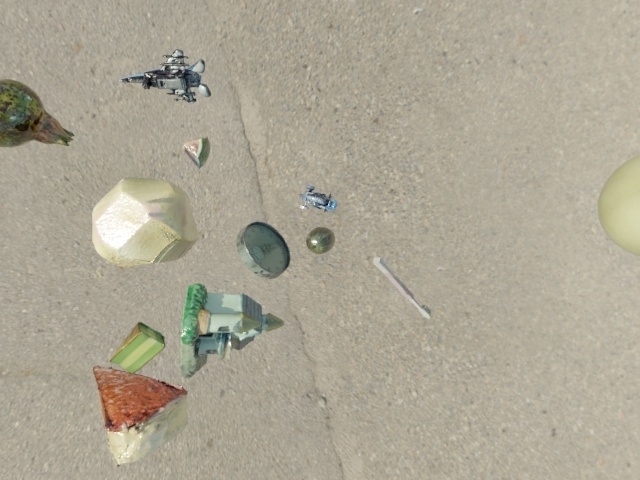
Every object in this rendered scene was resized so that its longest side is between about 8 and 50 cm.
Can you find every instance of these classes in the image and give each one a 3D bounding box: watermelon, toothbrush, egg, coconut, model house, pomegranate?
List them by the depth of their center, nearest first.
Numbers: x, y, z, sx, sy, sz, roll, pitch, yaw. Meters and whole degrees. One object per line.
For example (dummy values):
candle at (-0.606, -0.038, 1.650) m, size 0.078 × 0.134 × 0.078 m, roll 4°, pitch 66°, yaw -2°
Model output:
egg at (0.590, -0.063, 0.706) m, size 0.253 × 0.188 × 0.189 m, roll -11°, pitch 89°, yaw -19°
toothbrush at (0.149, 0.088, 0.747) m, size 0.194 × 0.014 × 0.017 m, roll 43°, pitch 50°, yaw -35°
watermelon at (-0.345, -0.248, 1.191) m, size 0.072 × 0.084 × 0.092 m, roll 16°, pitch 108°, yaw 16°
watermelon at (0.000, 0.000, 1.193) m, size 0.078 × 0.110 × 0.078 m, roll 3°, pitch 102°, yaw 17°
model house at (-0.272, 0.292, 1.359) m, size 0.324 × 0.267 × 0.194 m, roll 3°, pitch 41°, yaw -15°
pomegranate at (-0.954, -0.402, 1.362) m, size 0.276 × 0.222 × 0.204 m, roll -7°, pitch 94°, yaw -32°
coconut at (-0.603, -0.063, 1.500) m, size 0.352 × 0.352 × 0.353 m, roll 1°, pitch 85°, yaw -18°

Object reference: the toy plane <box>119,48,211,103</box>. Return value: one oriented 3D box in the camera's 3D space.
toy plane at (-0.444, -0.457, 1.206) m, size 0.246 × 0.169 × 0.078 m, roll -9°, pitch 53°, yaw -10°

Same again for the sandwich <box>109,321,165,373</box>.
sandwich at (-0.418, 0.257, 0.965) m, size 0.074 × 0.074 × 0.116 m, roll 39°, pitch 83°, yaw -26°

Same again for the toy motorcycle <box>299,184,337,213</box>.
toy motorcycle at (-0.003, -0.150, 1.614) m, size 0.135 × 0.254 × 0.092 m, roll 15°, pitch 95°, yaw -13°

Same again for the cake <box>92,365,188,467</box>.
cake at (-0.322, 0.270, 0.662) m, size 0.220 × 0.116 × 0.086 m, roll 3°, pitch 101°, yaw 25°

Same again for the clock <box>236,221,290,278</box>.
clock at (-0.196, 0.031, 1.499) m, size 0.215 × 0.042 × 0.215 m, roll 32°, pitch 40°, yaw -31°
